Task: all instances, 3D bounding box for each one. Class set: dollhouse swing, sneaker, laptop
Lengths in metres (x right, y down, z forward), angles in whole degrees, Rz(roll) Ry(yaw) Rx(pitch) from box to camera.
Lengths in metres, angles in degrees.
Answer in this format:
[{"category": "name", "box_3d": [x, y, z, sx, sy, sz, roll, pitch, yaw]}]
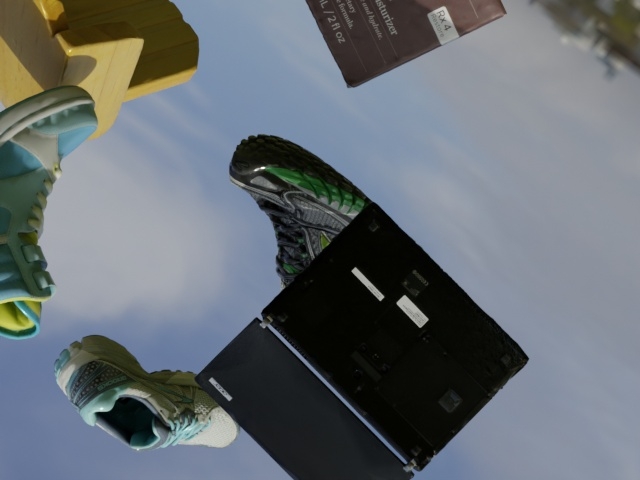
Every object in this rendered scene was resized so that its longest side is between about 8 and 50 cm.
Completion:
[{"category": "dollhouse swing", "box_3d": [-0.291, -0.335, 2.069, 0.305, 0.315, 0.347, -28, -105, -29]}, {"category": "sneaker", "box_3d": [-0.210, 0.227, 2.197, 0.283, 0.110, 0.122, 25, -155, -38]}, {"category": "laptop", "box_3d": [0.039, 0.136, 1.846, 0.234, 0.264, 0.136, 45, 175, -1]}, {"category": "sneaker", "box_3d": [0.000, 0.000, 1.985, 0.134, 0.146, 0.343, 38, 177, 43]}, {"category": "sneaker", "box_3d": [-0.311, -0.017, 1.801, 0.319, 0.127, 0.208, -38, -91, -37]}]

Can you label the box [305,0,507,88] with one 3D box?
[{"category": "box", "box_3d": [0.084, -0.310, 2.034, 0.168, 0.203, 0.167, 62, -172, -19]}]
